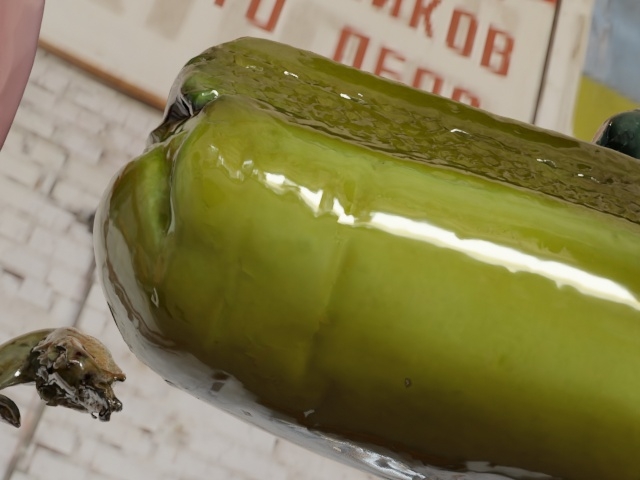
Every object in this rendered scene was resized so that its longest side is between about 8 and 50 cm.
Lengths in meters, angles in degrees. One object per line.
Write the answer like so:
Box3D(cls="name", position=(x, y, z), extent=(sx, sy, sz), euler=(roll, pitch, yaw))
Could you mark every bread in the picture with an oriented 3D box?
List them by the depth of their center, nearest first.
Box3D(cls="bread", position=(0.062, 0.031, 0.893), extent=(0.377, 0.251, 0.208), euler=(21, -73, -6))

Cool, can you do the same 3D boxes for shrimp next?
Box3D(cls="shrimp", position=(-0.229, 0.105, 1.247), extent=(0.145, 0.254, 0.059), euler=(-7, -82, -13))

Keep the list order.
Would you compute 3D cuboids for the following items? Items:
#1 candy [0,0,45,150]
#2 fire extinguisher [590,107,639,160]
Box3D(cls="candy", position=(-0.194, -0.068, 0.454), extent=(0.094, 0.255, 0.255), euler=(39, -24, 41))
Box3D(cls="fire extinguisher", position=(0.342, -0.087, 1.443), extent=(0.311, 0.095, 0.114), euler=(-14, -21, -23))
